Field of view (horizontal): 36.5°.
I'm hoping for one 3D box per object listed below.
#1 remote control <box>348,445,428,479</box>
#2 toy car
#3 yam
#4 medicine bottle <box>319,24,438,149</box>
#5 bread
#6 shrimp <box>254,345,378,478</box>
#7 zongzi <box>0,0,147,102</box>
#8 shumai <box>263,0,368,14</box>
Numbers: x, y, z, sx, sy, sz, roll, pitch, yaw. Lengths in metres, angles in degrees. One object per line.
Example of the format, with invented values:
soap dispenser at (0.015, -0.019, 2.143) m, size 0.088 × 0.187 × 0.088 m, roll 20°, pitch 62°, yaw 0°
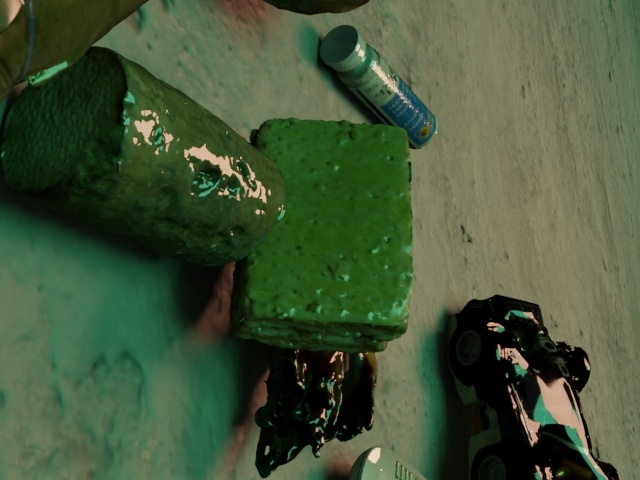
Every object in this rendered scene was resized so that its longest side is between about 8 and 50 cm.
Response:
remote control at (0.075, 0.261, 0.955) m, size 0.229 × 0.044 × 0.073 m, roll 50°, pitch 44°, yaw -53°
toy car at (0.242, 0.206, 1.145) m, size 0.193 × 0.118 × 0.301 m, roll 13°, pitch 52°, yaw -34°
yam at (-0.109, -0.047, 0.664) m, size 0.194 × 0.107 × 0.107 m, roll 29°, pitch 57°, yaw -54°
medicine bottle at (0.067, -0.163, 1.057) m, size 0.191 × 0.051 × 0.051 m, roll 38°, pitch 50°, yaw -51°
bread at (0.000, 0.000, 0.774) m, size 0.102 × 0.138 × 0.196 m, roll 97°, pitch -5°, yaw -55°
shrimp at (0.006, 0.104, 0.868) m, size 0.289 × 0.075 × 0.178 m, roll -88°, pitch 153°, yaw -45°
zongzi at (-0.255, -0.164, 0.433) m, size 0.323 × 0.160 × 0.360 m, roll 51°, pitch 51°, yaw -24°
shumai at (-0.019, -0.316, 0.880) m, size 0.261 × 0.222 × 0.225 m, roll -41°, pitch 111°, yaw -15°
